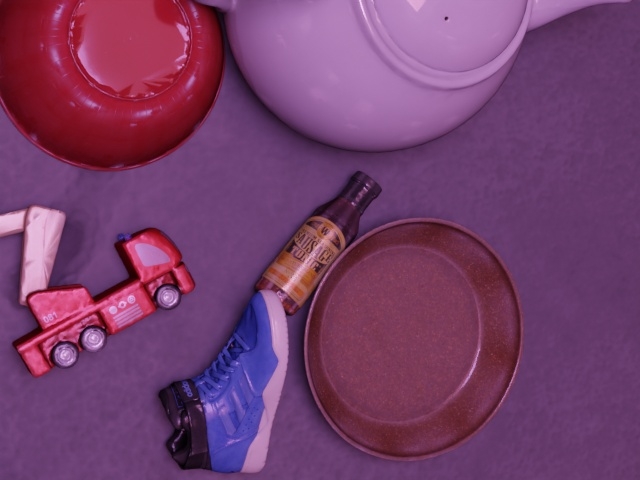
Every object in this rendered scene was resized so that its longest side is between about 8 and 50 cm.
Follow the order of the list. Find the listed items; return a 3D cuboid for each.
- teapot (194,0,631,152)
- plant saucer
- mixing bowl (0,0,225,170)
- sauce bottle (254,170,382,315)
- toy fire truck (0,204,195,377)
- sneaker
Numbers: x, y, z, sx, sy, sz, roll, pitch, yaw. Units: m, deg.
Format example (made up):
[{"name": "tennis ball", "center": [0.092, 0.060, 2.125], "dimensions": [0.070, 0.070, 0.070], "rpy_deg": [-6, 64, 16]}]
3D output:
[{"name": "teapot", "center": [0.058, -0.183, 0.886], "dimensions": [0.252, 0.187, 0.256], "rpy_deg": [45, 72, -22]}, {"name": "plant saucer", "center": [0.073, 0.079, 0.995], "dimensions": [0.199, 0.036, 0.198], "rpy_deg": [-2, 95, -22]}, {"name": "mixing bowl", "center": [-0.146, -0.142, 0.883], "dimensions": [0.181, 0.098, 0.181], "rpy_deg": [-1, 92, -18]}, {"name": "sauce bottle", "center": [0.000, 0.000, 0.969], "dimensions": [0.042, 0.042, 0.128], "rpy_deg": [39, 79, -16]}, {"name": "toy fire truck", "center": [-0.203, 0.024, 0.898], "dimensions": [0.192, 0.047, 0.135], "rpy_deg": [-30, 100, -16]}, {"name": "sneaker", "center": [-0.077, 0.109, 0.928], "dimensions": [0.085, 0.058, 0.152], "rpy_deg": [3, 112, -21]}]
